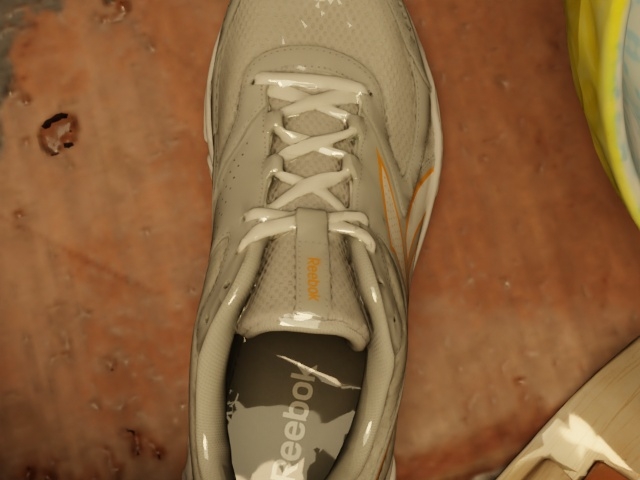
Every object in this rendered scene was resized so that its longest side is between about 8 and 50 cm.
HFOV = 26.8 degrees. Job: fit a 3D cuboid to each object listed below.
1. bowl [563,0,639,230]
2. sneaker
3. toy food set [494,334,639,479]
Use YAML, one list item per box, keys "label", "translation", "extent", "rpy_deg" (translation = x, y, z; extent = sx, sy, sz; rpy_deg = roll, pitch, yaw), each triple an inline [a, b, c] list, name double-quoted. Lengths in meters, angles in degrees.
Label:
- label: "bowl"
  translation: [0.200, -0.126, 0.477]
  extent: [0.289, 0.289, 0.156]
  rpy_deg: [-21, 39, -5]
- label: "sneaker"
  translation: [0.000, 0.000, 0.485]
  extent: [0.099, 0.121, 0.263]
  rpy_deg: [2, 80, -2]
- label: "toy food set"
  translation: [0.097, 0.214, 0.463]
  extent: [0.220, 0.092, 0.306]
  rpy_deg: [43, 82, 6]
